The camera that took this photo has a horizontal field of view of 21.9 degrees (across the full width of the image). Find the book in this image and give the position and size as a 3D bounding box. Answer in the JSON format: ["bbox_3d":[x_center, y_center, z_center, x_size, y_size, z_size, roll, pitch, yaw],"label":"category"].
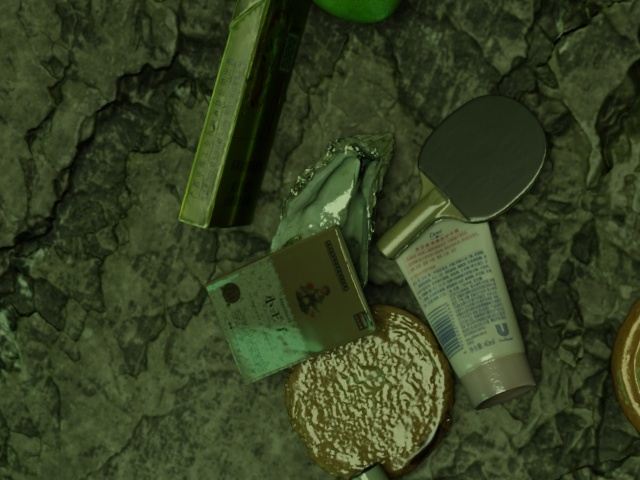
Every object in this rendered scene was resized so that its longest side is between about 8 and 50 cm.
[{"bbox_3d":[-0.038,0.080,1.995,0.198,0.016,0.138,-24,84,26],"label":"book"}]

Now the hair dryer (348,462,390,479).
[{"bbox_3d":[0.042,0.389,2.007,0.267,0.092,0.229,-12,97,20],"label":"hair dryer"}]

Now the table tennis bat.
[{"bbox_3d":[0.164,-0.069,1.981,0.246,0.022,0.138,-45,69,7],"label":"table tennis bat"}]

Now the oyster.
[{"bbox_3d":[-0.002,0.000,2.011,0.199,0.087,0.252,-9,78,28],"label":"oyster"}]

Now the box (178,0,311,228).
[{"bbox_3d":[-0.086,-0.168,1.987,0.043,0.173,0.311,17,97,14],"label":"box"}]

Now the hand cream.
[{"bbox_3d":[0.172,0.077,1.978,0.133,0.083,0.248,-23,74,14],"label":"hand cream"}]

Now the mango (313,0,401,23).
[{"bbox_3d":[0.041,-0.445,1.926,0.201,0.225,0.382,4,98,59],"label":"mango"}]

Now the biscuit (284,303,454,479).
[{"bbox_3d":[0.060,0.186,2.022,0.226,0.042,0.226,1,92,17],"label":"biscuit"}]

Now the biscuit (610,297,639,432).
[{"bbox_3d":[0.411,0.146,1.928,0.144,0.033,0.224,2,91,15],"label":"biscuit"}]
